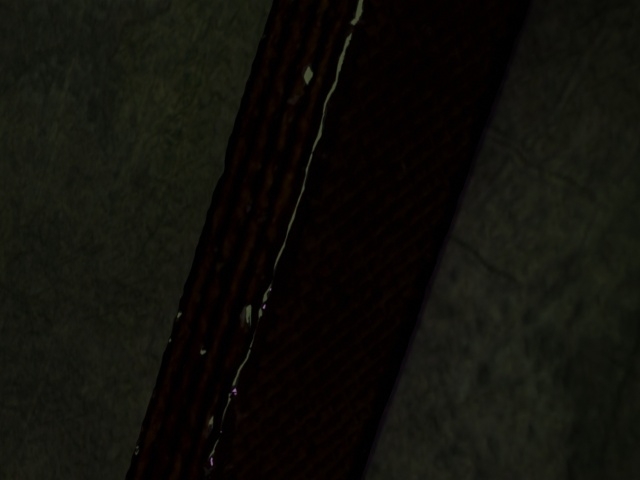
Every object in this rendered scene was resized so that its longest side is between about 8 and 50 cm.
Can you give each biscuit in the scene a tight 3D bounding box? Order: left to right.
[{"bbox_3d":[0.000,0.000,0.706,0.073,0.107,0.388,31,108,47],"label":"biscuit"}]
